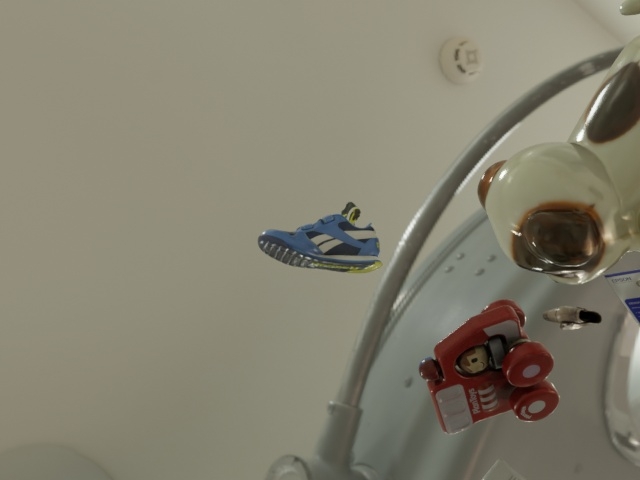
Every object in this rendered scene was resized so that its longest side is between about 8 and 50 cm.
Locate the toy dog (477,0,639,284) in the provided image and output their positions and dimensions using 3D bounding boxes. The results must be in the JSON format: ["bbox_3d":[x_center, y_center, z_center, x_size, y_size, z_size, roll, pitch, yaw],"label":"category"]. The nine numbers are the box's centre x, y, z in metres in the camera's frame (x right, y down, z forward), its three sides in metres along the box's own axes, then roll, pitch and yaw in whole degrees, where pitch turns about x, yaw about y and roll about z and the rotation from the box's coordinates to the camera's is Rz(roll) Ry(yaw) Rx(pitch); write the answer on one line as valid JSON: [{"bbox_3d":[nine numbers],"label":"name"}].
[{"bbox_3d":[0.430,-0.098,0.997,0.408,0.285,0.395,-37,-50,5],"label":"toy dog"}]

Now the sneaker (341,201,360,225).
[{"bbox_3d":[0.053,-0.042,1.422,0.031,0.035,0.083,6,-47,-33],"label":"sneaker"}]

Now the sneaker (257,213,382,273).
[{"bbox_3d":[0.000,0.000,0.810,0.144,0.053,0.059,8,-107,-16],"label":"sneaker"}]

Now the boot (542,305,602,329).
[{"bbox_3d":[0.448,0.134,1.239,0.118,0.087,0.042,6,-98,-30],"label":"boot"}]

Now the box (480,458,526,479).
[{"bbox_3d":[0.361,0.587,1.527,0.119,0.182,0.181,38,-110,22],"label":"box"}]

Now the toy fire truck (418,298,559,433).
[{"bbox_3d":[0.342,0.277,1.510,0.253,0.169,0.302,-22,-51,1],"label":"toy fire truck"}]

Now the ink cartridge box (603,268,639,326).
[{"bbox_3d":[0.702,0.160,1.339,0.371,0.175,0.069,47,-126,-21],"label":"ink cartridge box"}]
